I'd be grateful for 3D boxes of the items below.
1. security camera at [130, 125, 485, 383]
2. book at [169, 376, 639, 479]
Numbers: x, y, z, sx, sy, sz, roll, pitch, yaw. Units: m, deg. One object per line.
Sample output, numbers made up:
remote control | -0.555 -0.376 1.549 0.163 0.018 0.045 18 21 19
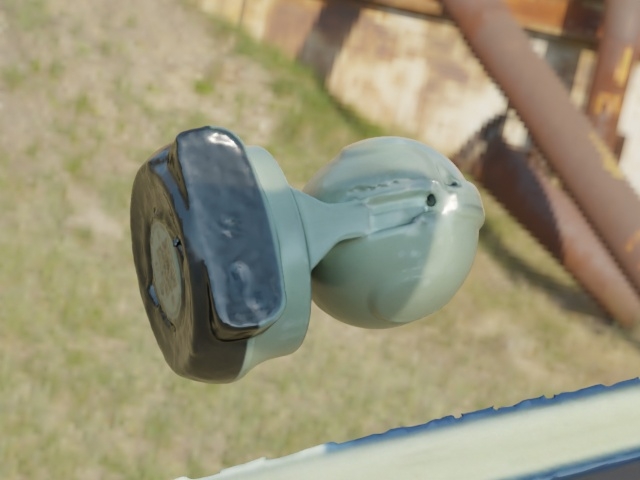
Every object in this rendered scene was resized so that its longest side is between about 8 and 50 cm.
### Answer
security camera | 0.000 0.000 1.376 0.277 0.197 0.191 -11 -16 -20
book | -0.055 0.170 0.622 0.427 0.300 0.039 -10 56 -22
